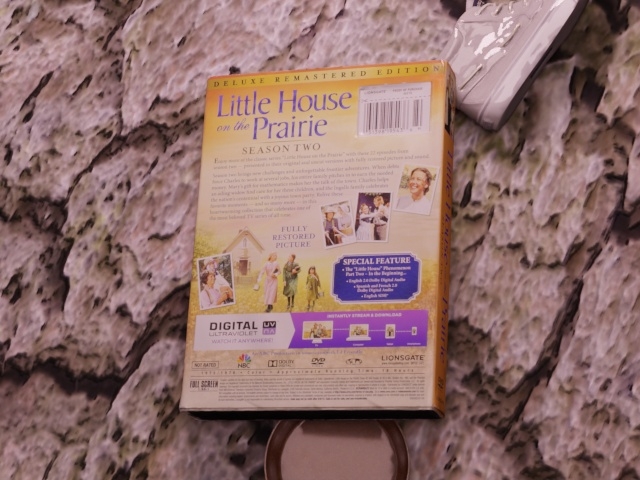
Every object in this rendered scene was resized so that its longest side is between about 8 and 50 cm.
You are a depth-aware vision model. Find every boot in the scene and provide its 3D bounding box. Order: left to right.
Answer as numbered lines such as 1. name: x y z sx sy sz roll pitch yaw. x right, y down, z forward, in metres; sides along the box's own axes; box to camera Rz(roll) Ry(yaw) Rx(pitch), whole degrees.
1. boot: 0.232 -0.267 2.011 0.123 0.095 0.258 35 84 12

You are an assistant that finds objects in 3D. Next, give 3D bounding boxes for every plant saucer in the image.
1. plant saucer: 0.020 0.259 1.916 0.168 0.029 0.168 -1 74 4

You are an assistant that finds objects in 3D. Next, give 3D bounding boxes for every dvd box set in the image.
1. dvd box set: 0.000 0.000 1.943 0.307 0.062 0.420 -3 72 17
